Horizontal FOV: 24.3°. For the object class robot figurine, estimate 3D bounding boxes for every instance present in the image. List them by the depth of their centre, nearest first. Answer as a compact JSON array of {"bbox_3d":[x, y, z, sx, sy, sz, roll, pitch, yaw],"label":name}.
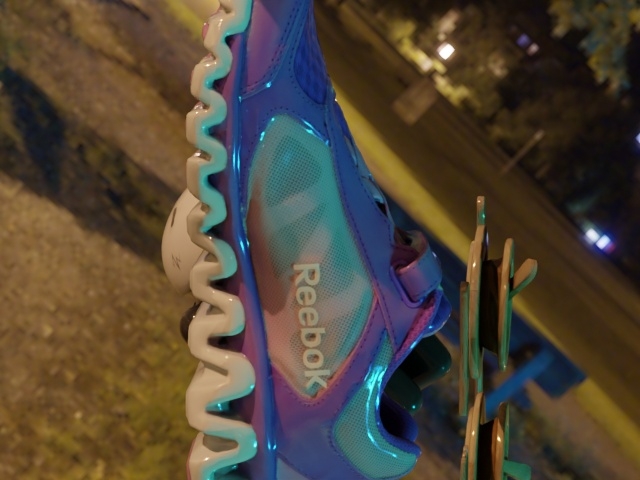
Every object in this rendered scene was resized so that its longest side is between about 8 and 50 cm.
[{"bbox_3d":[-0.016,0.048,1.317,0.278,0.173,0.209,47,8,-5],"label":"robot figurine"}]

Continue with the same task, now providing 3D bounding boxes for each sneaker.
[{"bbox_3d":[0.000,0.000,0.590,0.105,0.236,0.095,1,14,4],"label":"sneaker"}]

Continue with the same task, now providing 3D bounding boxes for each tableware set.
[{"bbox_3d":[0.104,0.084,0.854,0.039,0.194,0.128,2,25,10],"label":"tableware set"}]
